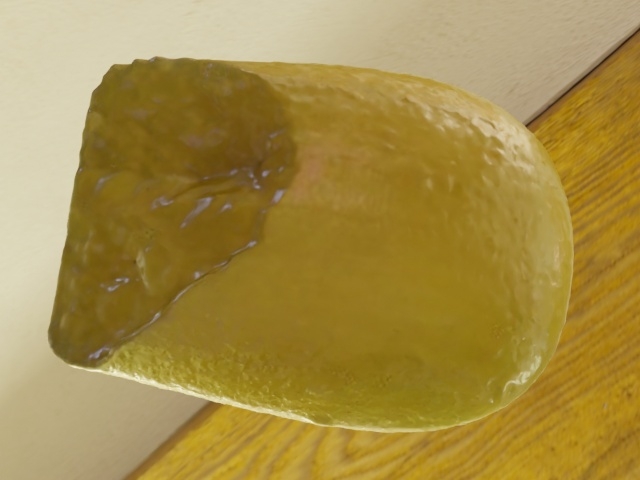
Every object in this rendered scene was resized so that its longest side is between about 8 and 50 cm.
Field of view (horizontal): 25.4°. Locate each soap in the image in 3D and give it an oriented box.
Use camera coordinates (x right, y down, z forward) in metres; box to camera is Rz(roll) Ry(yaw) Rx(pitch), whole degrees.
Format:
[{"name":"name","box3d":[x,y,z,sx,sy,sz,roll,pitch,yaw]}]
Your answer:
[{"name":"soap","box3d":[0.000,-0.001,1.171,0.427,0.115,0.306,7,-108,-3]}]
